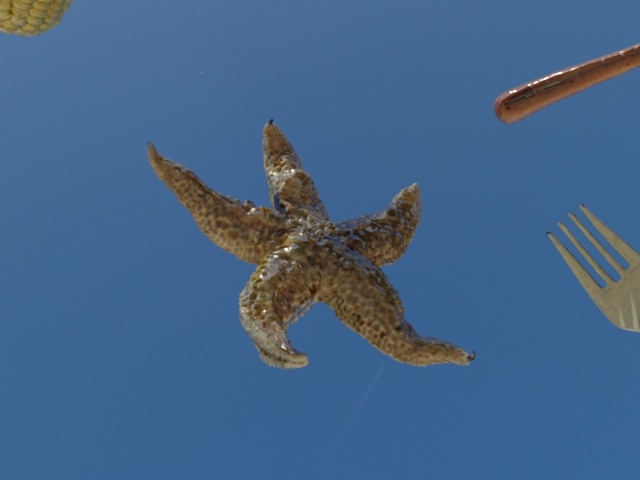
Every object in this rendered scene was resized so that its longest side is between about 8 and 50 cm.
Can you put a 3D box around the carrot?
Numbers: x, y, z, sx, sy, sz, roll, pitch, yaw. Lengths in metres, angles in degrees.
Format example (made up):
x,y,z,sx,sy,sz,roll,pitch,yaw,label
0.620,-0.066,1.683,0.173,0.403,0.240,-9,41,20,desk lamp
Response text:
x,y,z,sx,sy,sz,roll,pitch,yaw,label
0.280,-0.174,0.919,0.190,0.037,0.037,-20,-75,24,carrot

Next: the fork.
x,y,z,sx,sy,sz,roll,pitch,yaw,label
0.190,0.071,0.391,0.034,0.028,0.219,-40,-109,3,fork

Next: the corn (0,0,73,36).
x,y,z,sx,sy,sz,roll,pitch,yaw,label
-0.185,-0.257,0.597,0.081,0.081,0.248,26,-54,-12,corn

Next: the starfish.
x,y,z,sx,sy,sz,roll,pitch,yaw,label
0.000,0.000,0.628,0.277,0.236,0.062,30,-44,9,starfish
